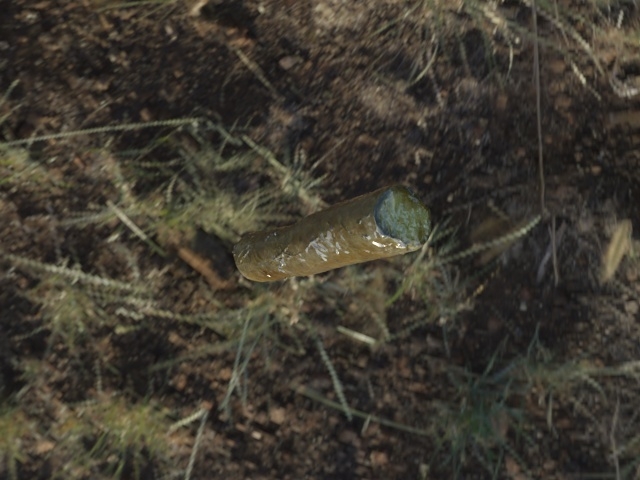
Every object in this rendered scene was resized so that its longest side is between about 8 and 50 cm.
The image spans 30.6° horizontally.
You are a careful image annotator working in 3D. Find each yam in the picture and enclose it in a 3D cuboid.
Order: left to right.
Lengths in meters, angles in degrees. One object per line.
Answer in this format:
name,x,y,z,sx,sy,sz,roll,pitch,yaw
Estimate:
yam,0.000,0.000,1.128,0.066,0.066,0.299,56,150,-12
